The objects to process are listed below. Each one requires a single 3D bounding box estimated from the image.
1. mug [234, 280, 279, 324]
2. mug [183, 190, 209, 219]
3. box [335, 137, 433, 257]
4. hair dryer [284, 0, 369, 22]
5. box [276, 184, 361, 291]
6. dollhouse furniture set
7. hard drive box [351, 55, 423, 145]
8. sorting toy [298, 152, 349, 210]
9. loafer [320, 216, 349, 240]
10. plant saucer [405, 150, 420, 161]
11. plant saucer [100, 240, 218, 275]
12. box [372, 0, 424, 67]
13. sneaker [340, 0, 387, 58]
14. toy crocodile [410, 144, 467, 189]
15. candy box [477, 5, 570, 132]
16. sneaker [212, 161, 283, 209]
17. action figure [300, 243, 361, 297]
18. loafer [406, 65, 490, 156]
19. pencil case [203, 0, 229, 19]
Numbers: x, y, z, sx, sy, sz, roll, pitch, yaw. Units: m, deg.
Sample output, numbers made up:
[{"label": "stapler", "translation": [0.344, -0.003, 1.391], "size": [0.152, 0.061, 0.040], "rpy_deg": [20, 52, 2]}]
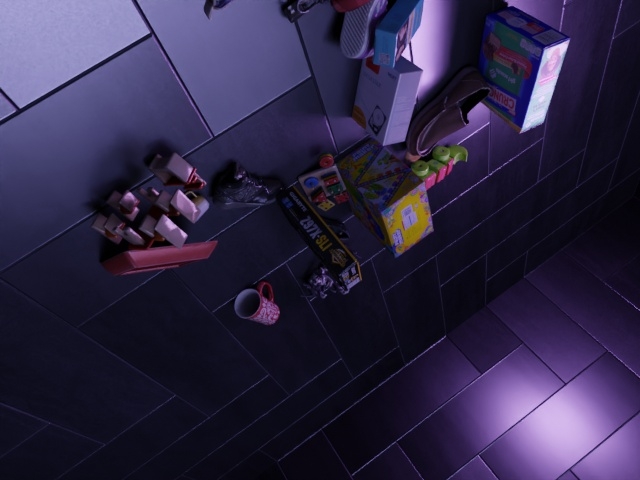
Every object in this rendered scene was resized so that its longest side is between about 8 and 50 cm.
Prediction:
[{"label": "mug", "translation": [-0.220, 0.248, 1.957], "size": [0.150, 0.113, 0.169], "rpy_deg": [-41, 148, 4]}, {"label": "mug", "translation": [-0.362, -0.102, 1.500], "size": [0.064, 0.062, 0.078], "rpy_deg": [-42, 152, -12]}, {"label": "box", "translation": [0.223, -0.146, 1.787], "size": [0.177, 0.279, 0.290], "rpy_deg": [-36, 143, -6]}, {"label": "hair dryer", "translation": [0.064, -0.583, 1.219], "size": [0.294, 0.223, 0.080], "rpy_deg": [-29, 112, -6]}, {"label": "box", "translation": [0.000, 0.000, 1.653], "size": [0.079, 0.322, 0.257], "rpy_deg": [-39, 162, -3]}, {"label": "dollhouse furniture set", "translation": [-0.408, -0.086, 1.322], "size": [0.135, 0.262, 0.259], "rpy_deg": [49, 54, -44]}, {"label": "hard drive box", "translation": [0.193, -0.433, 1.540], "size": [0.089, 0.181, 0.232], "rpy_deg": [-17, 137, -27]}, {"label": "sorting toy", "translation": [0.013, -0.174, 1.728], "size": [0.133, 0.046, 0.274], "rpy_deg": [-19, 145, 8]}, {"label": "loafer", "translation": [0.020, -0.038, 1.890], "size": [0.223, 0.078, 0.076], "rpy_deg": [4, 125, -44]}, {"label": "plant saucer", "translation": [0.357, -0.327, 1.939], "size": [0.084, 0.015, 0.083], "rpy_deg": [-24, 141, -21]}, {"label": "plant saucer", "translation": [-0.454, 0.054, 1.455], "size": [0.259, 0.047, 0.259], "rpy_deg": [-8, 175, -37]}, {"label": "box", "translation": [0.214, -0.578, 1.397], "size": [0.100, 0.060, 0.244], "rpy_deg": [89, 25, -51]}, {"label": "sneaker", "translation": [0.142, -0.632, 1.378], "size": [0.161, 0.102, 0.281], "rpy_deg": [-25, 141, -52]}, {"label": "toy crocodile", "translation": [0.429, -0.263, 1.969], "size": [0.341, 0.105, 0.115], "rpy_deg": [-35, 146, -28]}, {"label": "candy box", "translation": [0.657, -0.571, 1.732], "size": [0.122, 0.268, 0.317], "rpy_deg": [-24, 141, -14]}, {"label": "sneaker", "translation": [-0.206, -0.169, 1.542], "size": [0.228, 0.087, 0.130], "rpy_deg": [-9, 141, -28]}, {"label": "action figure", "translation": [0.038, 0.148, 2.055], "size": [0.164, 0.141, 0.275], "rpy_deg": [19, 112, -52]}, {"label": "loafer", "translation": [0.447, -0.436, 1.804], "size": [0.134, 0.130, 0.365], "rpy_deg": [19, 115, -50]}, {"label": "pencil case", "translation": [-0.088, -0.623, 1.105], "size": [0.411, 0.159, 0.183], "rpy_deg": [-25, 153, -20]}]
